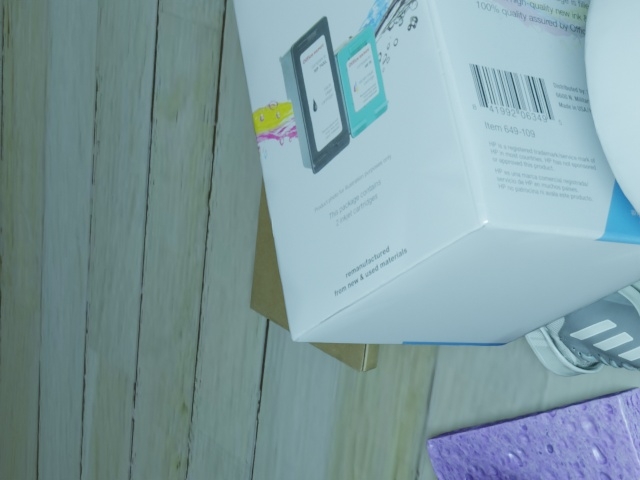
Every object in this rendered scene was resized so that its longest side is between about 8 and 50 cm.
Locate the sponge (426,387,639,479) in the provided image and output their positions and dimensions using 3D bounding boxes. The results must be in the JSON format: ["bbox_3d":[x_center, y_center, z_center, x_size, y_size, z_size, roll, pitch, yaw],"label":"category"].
[{"bbox_3d":[0.179,0.194,0.909,0.210,0.031,0.117,-25,82,48],"label":"sponge"}]

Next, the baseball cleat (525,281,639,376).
[{"bbox_3d":[0.218,0.069,0.815,0.206,0.072,0.110,45,136,44],"label":"baseball cleat"}]

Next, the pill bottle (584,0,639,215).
[{"bbox_3d":[0.334,-0.109,0.515,0.392,0.224,0.224,-11,92,48],"label":"pill bottle"}]

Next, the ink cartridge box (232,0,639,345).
[{"bbox_3d":[0.087,-0.088,0.768,0.197,0.198,0.270,-35,58,47],"label":"ink cartridge box"}]

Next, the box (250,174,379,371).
[{"bbox_3d":[0.000,0.000,1.064,0.164,0.021,0.201,26,119,41],"label":"box"}]
